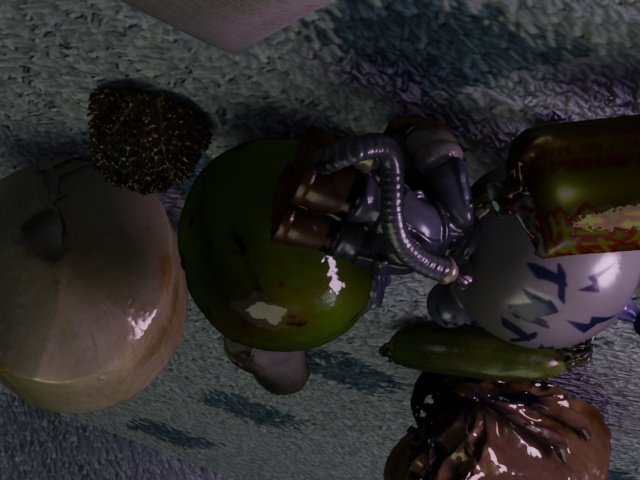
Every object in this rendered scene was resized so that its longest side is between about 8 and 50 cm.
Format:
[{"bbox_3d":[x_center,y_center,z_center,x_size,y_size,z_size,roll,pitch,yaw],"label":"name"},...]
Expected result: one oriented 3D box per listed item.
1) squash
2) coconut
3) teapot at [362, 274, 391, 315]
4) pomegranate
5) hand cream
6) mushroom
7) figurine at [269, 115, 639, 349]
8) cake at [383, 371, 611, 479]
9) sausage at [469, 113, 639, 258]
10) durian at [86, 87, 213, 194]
[{"bbox_3d":[0.202,0.147,1.922,0.318,0.071,0.080,1,-161,33],"label":"squash"},{"bbox_3d":[-0.314,0.056,1.779,0.323,0.323,0.323,15,160,6],"label":"coconut"},{"bbox_3d":[0.031,0.059,1.779,0.108,0.111,0.149,-1,151,9],"label":"teapot"},{"bbox_3d":[0.000,0.000,1.519,0.302,0.236,0.236,-8,159,-1],"label":"pomegranate"},{"bbox_3d":[-0.071,-0.221,1.154,0.185,0.118,0.359,23,167,-25],"label":"hand cream"},{"bbox_3d":[-0.076,0.174,2.180,0.109,0.097,0.351,13,162,14],"label":"mushroom"},{"bbox_3d":[0.146,-0.009,1.388,0.382,0.186,0.261,17,146,-13],"label":"figurine"},{"bbox_3d":[0.243,0.299,2.058,0.332,0.332,0.321,5,119,29],"label":"cake"},{"bbox_3d":[0.276,-0.052,1.196,0.317,0.117,0.125,-5,122,22],"label":"sausage"},{"bbox_3d":[-0.194,-0.093,1.581,0.148,0.091,0.188,13,161,11],"label":"durian"}]
